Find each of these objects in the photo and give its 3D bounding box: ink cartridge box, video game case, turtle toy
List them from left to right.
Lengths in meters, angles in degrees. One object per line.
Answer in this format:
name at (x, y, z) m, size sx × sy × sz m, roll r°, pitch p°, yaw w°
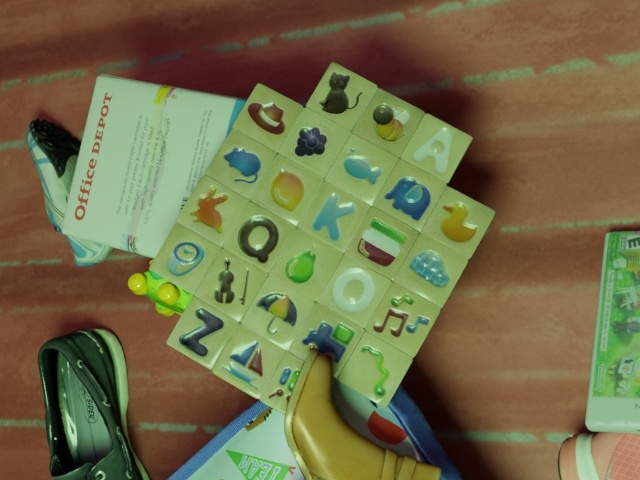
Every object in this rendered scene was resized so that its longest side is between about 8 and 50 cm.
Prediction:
turtle toy at (-0.172, 0.061, 1.437) m, size 0.130 × 0.095 × 0.066 m, roll 15°, pitch 71°, yaw 30°
ink cartridge box at (-0.128, -0.066, 1.354) m, size 0.270 × 0.197 × 0.198 m, roll 14°, pitch 91°, yaw 30°
video game case at (0.364, 0.086, 1.111) m, size 0.193 × 0.023 × 0.213 m, roll -2°, pitch 63°, yaw 30°

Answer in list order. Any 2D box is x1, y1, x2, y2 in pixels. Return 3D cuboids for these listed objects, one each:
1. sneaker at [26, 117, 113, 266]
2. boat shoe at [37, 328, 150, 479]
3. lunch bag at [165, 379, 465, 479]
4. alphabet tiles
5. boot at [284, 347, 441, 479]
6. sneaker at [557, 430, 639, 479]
sneaker at (-0.350, -0.068, 1.554) m, size 0.086 × 0.085 × 0.237 m, roll -44°, pitch 62°, yaw 27°
boat shoe at (-0.299, 0.279, 1.465) m, size 0.127 × 0.113 × 0.340 m, roll -12°, pitch 79°, yaw 28°
lunch bag at (0.005, 0.343, 1.211) m, size 0.385 × 0.239 × 0.328 m, roll -46°, pitch 62°, yaw 24°
alphabet tiles at (0.000, 0.000, 1.169) m, size 0.285 × 0.011 × 0.343 m, roll 29°, pitch 84°, yaw 10°
boot at (0.040, 0.206, 1.086) m, size 0.152 × 0.073 × 0.197 m, roll 5°, pitch 79°, yaw 5°
sneaker at (0.349, 0.308, 1.082) m, size 0.136 × 0.116 × 0.314 m, roll -34°, pitch 69°, yaw 22°
